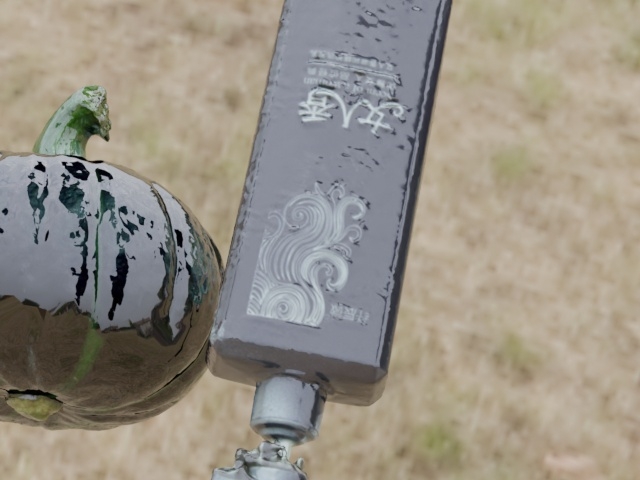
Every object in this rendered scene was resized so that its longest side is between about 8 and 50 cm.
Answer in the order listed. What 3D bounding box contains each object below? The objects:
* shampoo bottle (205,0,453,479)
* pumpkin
[{"bbox_3d":[0.001,0.000,1.033,0.098,0.071,0.309,12,69,-3],"label":"shampoo bottle"},{"bbox_3d":[-0.183,0.008,1.324,0.248,0.248,0.248,11,27,-6],"label":"pumpkin"}]
